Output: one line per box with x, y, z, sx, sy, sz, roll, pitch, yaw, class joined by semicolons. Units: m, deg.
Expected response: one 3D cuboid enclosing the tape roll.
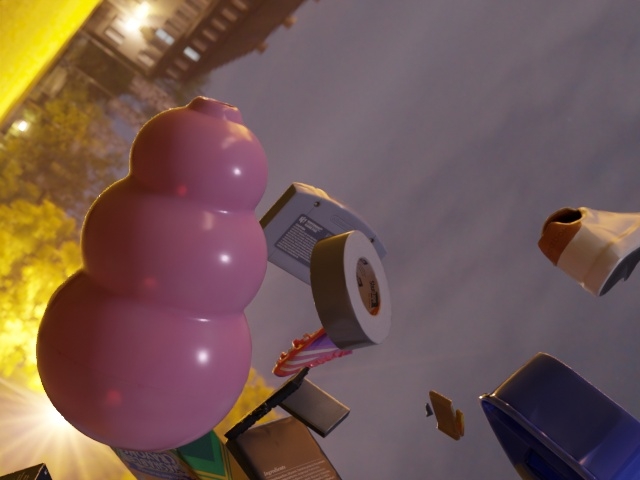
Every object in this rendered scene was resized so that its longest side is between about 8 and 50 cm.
0.060;0.094;1.765;0.072;0.219;0.219;-16;-144;22;tape roll

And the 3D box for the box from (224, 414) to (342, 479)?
-0.085;0.646;2.099;0.395;0.212;0.293;53;-51;26;box

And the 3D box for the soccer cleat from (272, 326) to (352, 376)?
0.010;0.219;1.922;0.248;0.095;0.083;-39;-176;13;soccer cleat

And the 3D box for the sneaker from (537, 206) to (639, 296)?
0.371;-0.010;1.246;0.290;0.123;0.105;-9;130;-60;sneaker

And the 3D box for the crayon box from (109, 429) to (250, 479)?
-0.254;0.397;1.681;0.203;0.323;0.083;1;-136;36;crayon box

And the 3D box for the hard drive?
-0.019;0.339;1.924;0.094;0.135;0.022;-34;149;-48;hard drive

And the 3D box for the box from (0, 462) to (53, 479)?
-0.550;0.480;1.620;0.158;0.093;0.156;-17;-164;4;box

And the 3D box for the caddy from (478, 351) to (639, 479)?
0.416;0.354;1.580;0.179;0.241;0.341;-44;-126;-10;caddy

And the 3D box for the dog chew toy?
-0.145;0.027;0.893;0.206;0.207;0.331;-134;-120;-70;dog chew toy

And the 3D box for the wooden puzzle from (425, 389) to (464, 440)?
0.210;0.293;1.571;0.014;0.078;0.116;-20;-155;-22;wooden puzzle

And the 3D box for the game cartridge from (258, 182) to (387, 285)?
0.000;0.000;2.063;0.198;0.297;0.062;-50;-145;10;game cartridge

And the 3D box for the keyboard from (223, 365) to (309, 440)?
-0.095;0.289;1.629;0.180;0.023;0.108;-42;177;24;keyboard
